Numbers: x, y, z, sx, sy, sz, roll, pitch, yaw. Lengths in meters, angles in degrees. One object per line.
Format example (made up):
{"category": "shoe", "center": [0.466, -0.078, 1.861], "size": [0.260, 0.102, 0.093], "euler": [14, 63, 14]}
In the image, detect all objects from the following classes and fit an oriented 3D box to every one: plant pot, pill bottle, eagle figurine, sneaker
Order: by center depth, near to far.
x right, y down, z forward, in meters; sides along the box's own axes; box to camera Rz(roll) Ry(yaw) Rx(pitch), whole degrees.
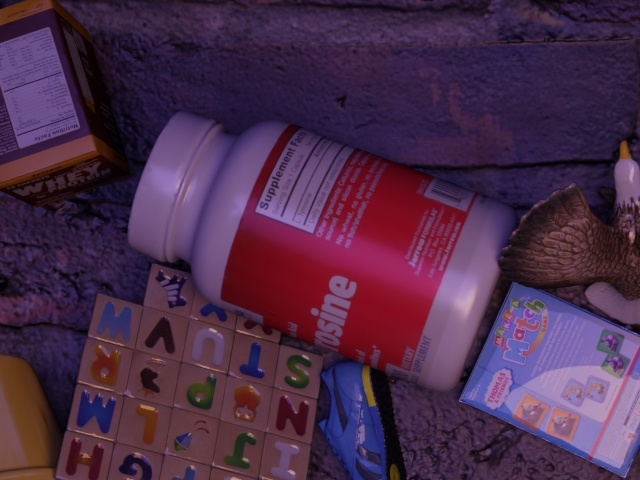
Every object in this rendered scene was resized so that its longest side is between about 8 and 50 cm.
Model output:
{"category": "eagle figurine", "center": [0.339, 0.003, 1.787], "size": [0.226, 0.298, 0.225], "euler": [-38, 92, 26]}
{"category": "pill bottle", "center": [0.000, 0.000, 1.864], "size": [0.407, 0.229, 0.229], "euler": [21, 87, 7]}
{"category": "plant pot", "center": [-0.387, 0.270, 1.880], "size": [0.254, 0.254, 0.239], "euler": [-18, 67, 3]}
{"category": "sneaker", "center": [0.048, 0.245, 1.923], "size": [0.082, 0.069, 0.209], "euler": [-13, 84, 20]}

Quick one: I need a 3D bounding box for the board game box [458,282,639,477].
{"category": "board game box", "center": [0.290, 0.160, 1.916], "size": [0.211, 0.039, 0.160], "euler": [25, 87, 7]}

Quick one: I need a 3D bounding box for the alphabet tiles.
{"category": "alphabet tiles", "center": [-0.143, 0.199, 1.869], "size": [0.285, 0.011, 0.343], "euler": [17, 61, -16]}

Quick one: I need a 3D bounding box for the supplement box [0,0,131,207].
{"category": "supplement box", "center": [-0.328, -0.159, 1.928], "size": [0.129, 0.191, 0.194], "euler": [-18, 82, 3]}
